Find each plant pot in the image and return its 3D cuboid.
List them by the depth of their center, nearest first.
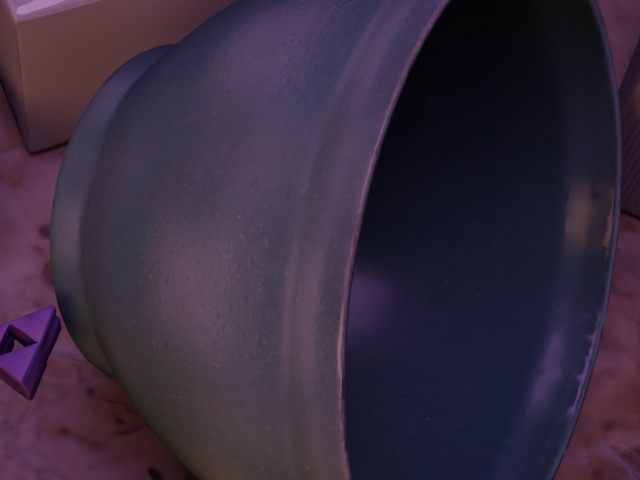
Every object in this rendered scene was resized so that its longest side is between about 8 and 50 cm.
[{"bbox_3d":[0.000,0.000,0.696,0.196,0.293,0.293,10,58,29],"label":"plant pot"}]

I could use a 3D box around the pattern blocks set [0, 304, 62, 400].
[{"bbox_3d":[-0.271,0.028,0.701,0.325,0.026,0.285,17,54,27],"label":"pattern blocks set"}]

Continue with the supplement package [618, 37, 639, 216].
[{"bbox_3d":[0.276,-0.147,0.827,0.145,0.204,0.262,24,62,5],"label":"supplement package"}]

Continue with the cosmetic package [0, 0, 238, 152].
[{"bbox_3d":[-0.102,-0.202,0.850,0.224,0.138,0.224,-19,66,-15],"label":"cosmetic package"}]
